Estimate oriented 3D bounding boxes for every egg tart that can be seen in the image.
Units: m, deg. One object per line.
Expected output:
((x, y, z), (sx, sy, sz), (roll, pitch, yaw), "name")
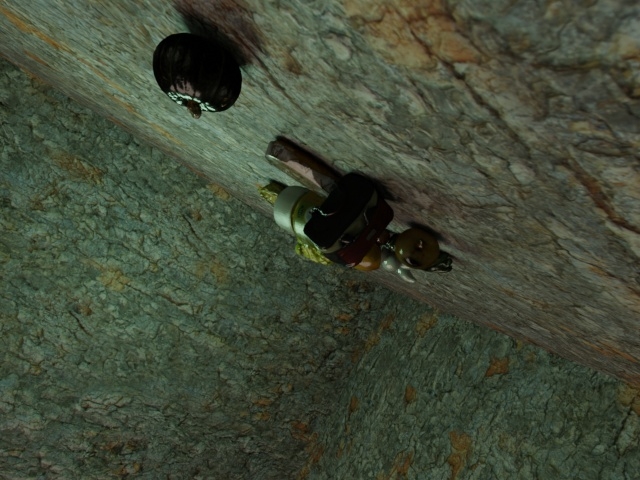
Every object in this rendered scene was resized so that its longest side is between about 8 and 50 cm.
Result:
((-0.204, -0.217, 1.930), (0.212, 0.090, 0.212), (26, 174, 3), "egg tart")

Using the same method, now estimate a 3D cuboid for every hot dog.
((-0.051, -0.225, 1.267), (0.267, 0.075, 0.144), (34, 168, -20), "hot dog")

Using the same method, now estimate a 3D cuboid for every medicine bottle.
((0.010, -0.078, 1.499), (0.384, 0.225, 0.224), (24, 173, 43), "medicine bottle")

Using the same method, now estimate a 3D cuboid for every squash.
((-0.259, -0.347, 0.847), (0.193, 0.156, 0.193), (27, -161, -10), "squash")

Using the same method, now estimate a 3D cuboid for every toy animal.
((0.374, 0.115, 1.959), (0.220, 0.104, 0.131), (29, -179, 5), "toy animal")

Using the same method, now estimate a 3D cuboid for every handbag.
((0.085, -0.057, 1.192), (0.181, 0.254, 0.181), (38, 180, -45), "handbag")

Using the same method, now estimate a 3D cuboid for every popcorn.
((0.000, 0.000, 2.150), (0.249, 0.242, 0.235), (18, -169, -7), "popcorn")

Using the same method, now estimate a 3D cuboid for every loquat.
((0.328, 0.028, 1.365), (0.163, 0.137, 0.163), (9, 171, 1), "loquat")

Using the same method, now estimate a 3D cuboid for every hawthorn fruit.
((0.251, 0.003, 1.647), (0.066, 0.103, 0.067), (11, 153, 6), "hawthorn fruit")

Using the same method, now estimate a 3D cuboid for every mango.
((0.170, 0.041, 1.767), (0.350, 0.198, 0.201), (-121, 8, -67), "mango")

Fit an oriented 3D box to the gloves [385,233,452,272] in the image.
((0.382, 0.060, 1.567), (0.268, 0.107, 0.135), (23, -157, 27), "gloves")
